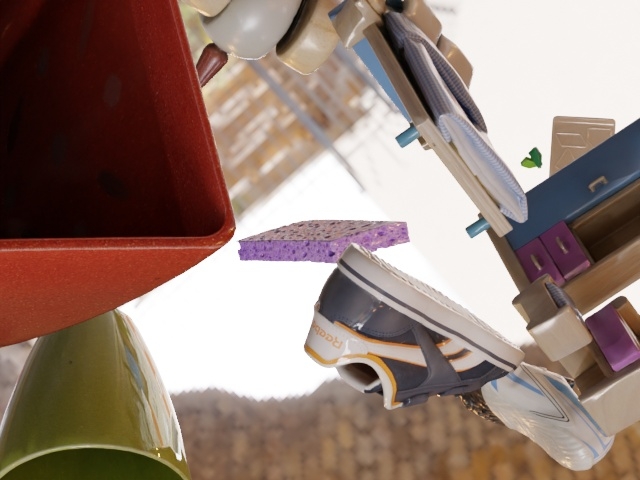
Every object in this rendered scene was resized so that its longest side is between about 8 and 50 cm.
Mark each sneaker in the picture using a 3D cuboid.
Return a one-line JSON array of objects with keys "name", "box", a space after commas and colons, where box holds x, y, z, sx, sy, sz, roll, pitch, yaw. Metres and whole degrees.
[{"name": "sneaker", "box": [0.228, 0.170, 1.884, 0.086, 0.237, 0.085, -39, 153, -34]}, {"name": "sneaker", "box": [0.090, 0.106, 1.726, 0.126, 0.321, 0.127, 37, -85, 39]}]

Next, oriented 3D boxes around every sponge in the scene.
[{"name": "sponge", "box": [0.000, 0.000, 2.059, 0.117, 0.031, 0.210, -17, -170, -34]}]

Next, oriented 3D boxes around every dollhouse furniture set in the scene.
[{"name": "dollhouse furniture set", "box": [0.180, -0.077, 1.238, 0.198, 0.303, 0.286, -35, -145, 9]}]

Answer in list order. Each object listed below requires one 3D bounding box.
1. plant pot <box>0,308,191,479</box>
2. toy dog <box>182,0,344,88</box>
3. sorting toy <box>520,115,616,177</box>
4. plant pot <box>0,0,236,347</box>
[{"name": "plant pot", "box": [-0.314, 0.239, 2.259, 0.275, 0.275, 0.293, -34, -138, 26]}, {"name": "toy dog", "box": [-0.073, -0.264, 1.684, 0.161, 0.220, 0.333, -44, -173, 29]}, {"name": "sorting toy", "box": [0.225, -0.083, 1.518, 0.083, 0.062, 0.012, 4, -168, 5]}, {"name": "plant pot", "box": [-0.239, -0.060, 0.945, 0.236, 0.267, 0.267, -46, -127, 50]}]
